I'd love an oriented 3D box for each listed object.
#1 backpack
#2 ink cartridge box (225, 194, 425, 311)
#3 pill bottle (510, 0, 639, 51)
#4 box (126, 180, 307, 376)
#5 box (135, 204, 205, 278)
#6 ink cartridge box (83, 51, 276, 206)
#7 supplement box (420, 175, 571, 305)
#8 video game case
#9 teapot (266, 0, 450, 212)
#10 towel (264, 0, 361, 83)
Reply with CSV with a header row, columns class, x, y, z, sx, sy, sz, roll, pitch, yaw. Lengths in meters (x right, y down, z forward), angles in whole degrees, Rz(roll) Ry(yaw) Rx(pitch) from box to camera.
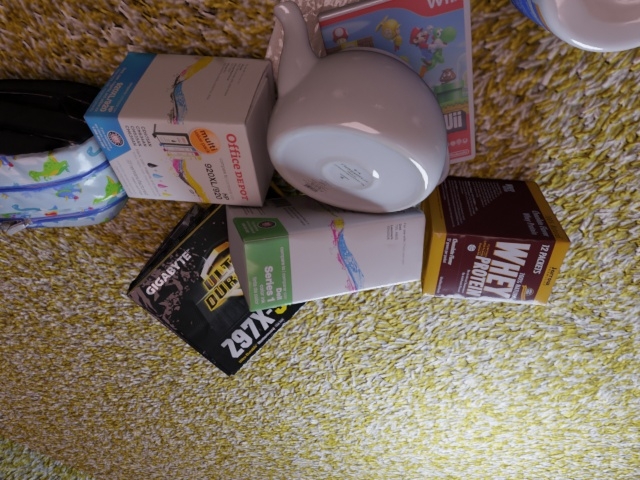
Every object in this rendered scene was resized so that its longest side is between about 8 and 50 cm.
class,x,y,z,sx,sy,sz,roll,pitch,yaw
backpack,-0.494,-0.152,0.744,0.356,0.290,0.273,-12,131,9
ink cartridge box,0.000,0.000,0.720,0.279,0.201,0.116,-8,111,-17
pill bottle,0.287,-0.311,0.478,0.153,0.272,0.152,5,126,7
box,-0.150,0.061,0.839,0.322,0.079,0.257,-44,113,-4
box,-0.223,0.100,0.974,0.308,0.076,0.242,37,122,-16
ink cartridge box,-0.196,-0.174,0.698,0.233,0.168,0.171,5,143,6
supplement box,0.273,-0.007,0.743,0.194,0.191,0.129,4,125,6
video game case,0.130,-0.227,0.677,0.204,0.025,0.285,-12,130,9
teapot,0.062,-0.164,0.601,0.253,0.186,0.256,11,159,12
towel,0.038,-0.335,0.643,0.187,0.049,0.282,22,126,-5
